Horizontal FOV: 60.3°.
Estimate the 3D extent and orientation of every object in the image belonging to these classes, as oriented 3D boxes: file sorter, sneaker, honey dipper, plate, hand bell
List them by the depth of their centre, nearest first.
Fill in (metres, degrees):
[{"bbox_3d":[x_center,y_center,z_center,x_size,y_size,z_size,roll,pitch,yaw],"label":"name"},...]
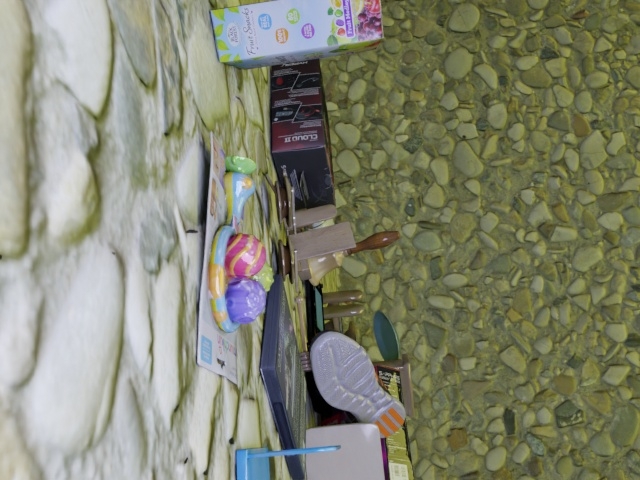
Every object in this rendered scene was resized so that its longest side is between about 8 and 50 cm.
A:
[{"bbox_3d":[-0.025,0.309,0.588,0.118,0.104,0.170,71,14,-70],"label":"file sorter"},{"bbox_3d":[-0.036,0.192,1.149,0.030,0.030,0.160,73,10,-69],"label":"honey dipper"},{"bbox_3d":[0.050,0.283,1.189,0.321,0.124,0.180,57,-7,-30],"label":"sneaker"},{"bbox_3d":[0.080,0.019,1.370,0.126,0.242,0.126,-19,90,-78],"label":"hand bell"},{"bbox_3d":[0.000,-0.074,1.630,0.258,0.094,0.091,-65,142,-61],"label":"sneaker"},{"bbox_3d":[0.217,0.313,1.760,0.188,0.024,0.188,169,-90,-74],"label":"plate"}]

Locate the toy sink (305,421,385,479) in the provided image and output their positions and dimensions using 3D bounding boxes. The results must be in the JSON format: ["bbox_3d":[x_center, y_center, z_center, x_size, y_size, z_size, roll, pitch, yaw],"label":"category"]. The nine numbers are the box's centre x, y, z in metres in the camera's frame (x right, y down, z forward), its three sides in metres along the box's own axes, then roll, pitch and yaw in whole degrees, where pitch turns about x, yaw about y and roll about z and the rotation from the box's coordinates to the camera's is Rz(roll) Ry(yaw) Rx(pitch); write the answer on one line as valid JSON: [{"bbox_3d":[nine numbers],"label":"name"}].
[{"bbox_3d":[0.055,0.480,1.121,0.131,0.153,0.234,44,39,-84],"label":"toy sink"}]

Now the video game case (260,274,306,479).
[{"bbox_3d":[-0.053,0.221,0.887,0.196,0.026,0.274,-91,172,-54],"label":"video game case"}]

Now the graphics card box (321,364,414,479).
[{"bbox_3d":[0.107,0.515,1.338,0.094,0.233,0.371,22,48,-33],"label":"graphics card box"}]

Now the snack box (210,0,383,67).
[{"bbox_3d":[-0.025,-0.282,0.746,0.174,0.207,0.070,-77,161,-75],"label":"snack box"}]

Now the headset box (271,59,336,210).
[{"bbox_3d":[-0.035,-0.212,1.189,0.218,0.110,0.293,77,8,-58],"label":"headset box"}]

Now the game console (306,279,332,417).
[{"bbox_3d":[-0.008,0.243,1.366,0.213,0.044,0.361,77,7,-59],"label":"game console"}]

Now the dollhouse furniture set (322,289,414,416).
[{"bbox_3d":[0.143,0.388,1.761,0.394,0.256,0.362,-81,165,-75],"label":"dollhouse furniture set"}]

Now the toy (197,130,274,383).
[{"bbox_3d":[-0.081,0.019,0.577,0.137,0.056,0.237,71,13,-67],"label":"toy"}]

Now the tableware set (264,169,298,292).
[{"bbox_3d":[-0.068,-0.014,0.952,0.128,0.039,0.194,-118,-156,-68],"label":"tableware set"}]

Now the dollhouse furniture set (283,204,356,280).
[{"bbox_3d":[0.000,0.000,1.126,0.151,0.123,0.144,77,-1,-61],"label":"dollhouse furniture set"}]
